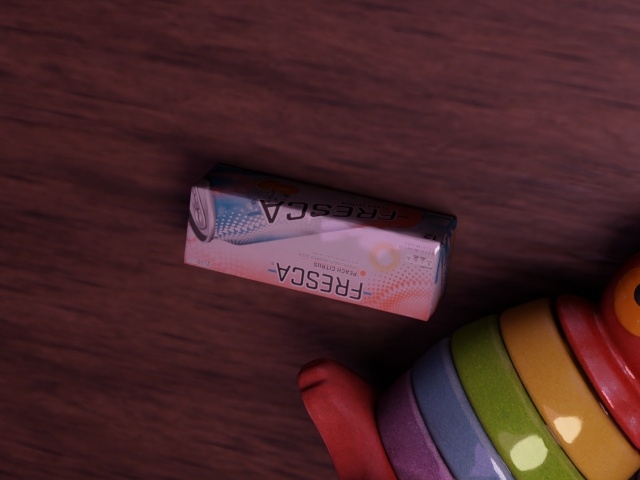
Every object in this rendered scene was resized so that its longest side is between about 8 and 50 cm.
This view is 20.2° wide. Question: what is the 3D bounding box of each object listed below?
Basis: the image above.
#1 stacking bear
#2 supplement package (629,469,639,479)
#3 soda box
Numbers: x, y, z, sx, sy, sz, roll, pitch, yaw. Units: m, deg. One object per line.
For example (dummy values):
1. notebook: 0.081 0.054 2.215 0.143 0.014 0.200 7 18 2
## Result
1. stacking bear: 0.158 0.104 1.199 0.289 0.175 0.164 -32 141 14
2. supplement package: 0.299 0.172 1.189 0.139 0.134 0.244 46 115 -3
3. soda box: 0.000 0.000 1.259 0.183 0.058 0.063 13 112 11
